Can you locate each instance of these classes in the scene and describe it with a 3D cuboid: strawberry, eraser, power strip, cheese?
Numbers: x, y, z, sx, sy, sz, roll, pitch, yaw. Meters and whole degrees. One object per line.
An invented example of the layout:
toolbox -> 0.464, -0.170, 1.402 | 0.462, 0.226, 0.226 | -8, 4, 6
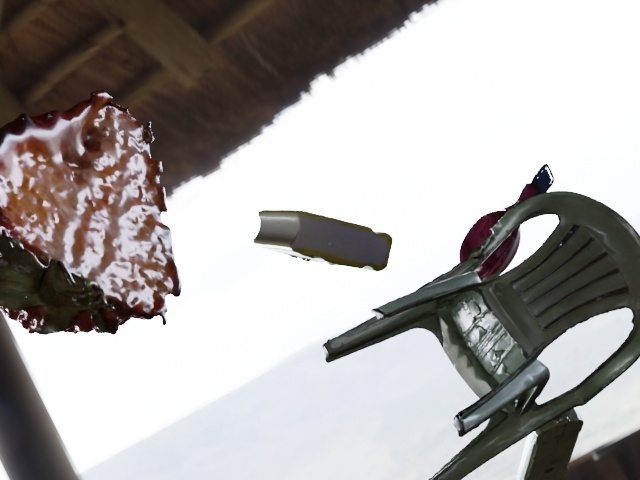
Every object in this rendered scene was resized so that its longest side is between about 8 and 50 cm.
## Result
strawberry -> -0.293, -0.028, 1.190 | 0.150, 0.280, 0.253 | -33, -36, 32
eraser -> 0.000, 0.000, 1.750 | 0.158, 0.069, 0.226 | 16, -3, -18
power strip -> 0.356, 0.332, 1.765 | 0.080, 0.029, 0.227 | -13, -40, -12
cheese -> 0.293, -0.017, 1.796 | 0.244, 0.062, 0.155 | -53, 16, 21

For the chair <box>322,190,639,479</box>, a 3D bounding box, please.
chair -> 0.181, 0.092, 1.124 | 0.274, 0.203, 0.190 | -28, -19, -29
